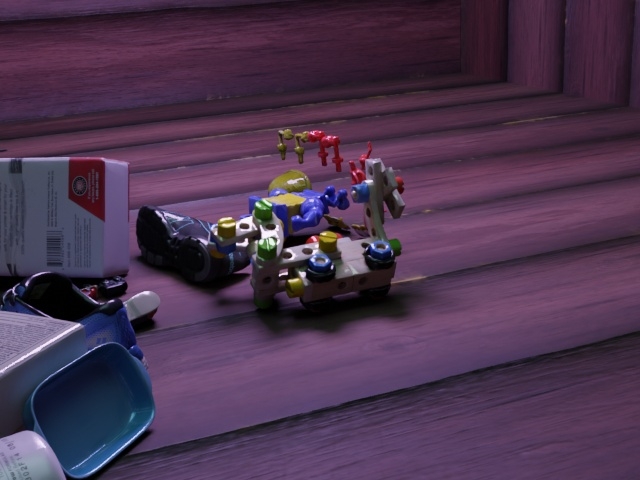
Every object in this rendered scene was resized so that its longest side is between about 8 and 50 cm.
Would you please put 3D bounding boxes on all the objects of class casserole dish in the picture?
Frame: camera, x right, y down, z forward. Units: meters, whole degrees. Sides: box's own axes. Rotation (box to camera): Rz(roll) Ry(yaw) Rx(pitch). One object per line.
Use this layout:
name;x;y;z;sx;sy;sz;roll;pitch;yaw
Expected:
casserole dish;-0.257;0.189;1.013;0.037;0.114;0.188;-25;6;29

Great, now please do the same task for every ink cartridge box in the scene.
ink cartridge box;-0.472;-0.039;1.554;0.272;0.197;0.114;1;1;11

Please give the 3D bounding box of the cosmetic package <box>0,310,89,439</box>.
cosmetic package;-0.395;0.191;0.975;0.153;0.129;0.296;7;20;25

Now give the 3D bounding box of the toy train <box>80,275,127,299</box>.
toy train;-0.378;0.089;1.452;0.158;0.027;0.036;-17;33;-38

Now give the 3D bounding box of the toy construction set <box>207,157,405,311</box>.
toy construction set;0.000;0.000;1.430;0.327;0.151;0.215;-23;43;-12

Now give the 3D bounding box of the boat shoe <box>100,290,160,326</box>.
boat shoe;-0.299;0.113;1.342;0.137;0.049;0.043;-21;-17;-38

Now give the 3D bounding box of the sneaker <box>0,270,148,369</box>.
sneaker;-0.380;0.104;1.212;0.330;0.147;0.130;4;19;21

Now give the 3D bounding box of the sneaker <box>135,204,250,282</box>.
sneaker;-0.230;0.008;1.600;0.106;0.101;0.267;-6;25;-41

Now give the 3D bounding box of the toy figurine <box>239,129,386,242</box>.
toy figurine;-0.071;-0.089;1.714;0.217;0.191;0.362;-19;23;-29

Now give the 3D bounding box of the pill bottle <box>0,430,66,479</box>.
pill bottle;-0.332;0.256;0.763;0.229;0.131;0.131;-15;22;-34
